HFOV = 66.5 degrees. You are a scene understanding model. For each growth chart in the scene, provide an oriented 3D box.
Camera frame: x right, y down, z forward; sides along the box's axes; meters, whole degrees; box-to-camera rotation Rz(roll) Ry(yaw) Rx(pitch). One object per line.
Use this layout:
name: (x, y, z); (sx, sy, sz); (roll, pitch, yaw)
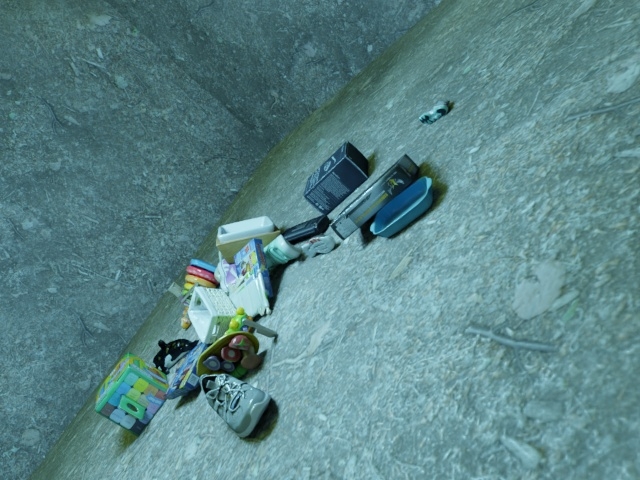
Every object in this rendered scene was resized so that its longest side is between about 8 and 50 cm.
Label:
growth chart: (-0.235, 0.185, 1.529); (0.237, 0.021, 0.172); (-35, 58, 43)

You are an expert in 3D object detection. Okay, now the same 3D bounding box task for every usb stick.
usb stick: (-0.058, -0.033, 1.655); (0.077, 0.045, 0.278); (-50, 16, -27)

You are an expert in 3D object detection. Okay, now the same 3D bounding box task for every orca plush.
orca plush: (-0.594, 0.432, 1.897); (0.287, 0.102, 0.151); (-26, 29, 51)

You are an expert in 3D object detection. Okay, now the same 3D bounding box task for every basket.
basket: (-0.340, 0.235, 1.557); (0.167, 0.103, 0.113); (44, 120, 46)

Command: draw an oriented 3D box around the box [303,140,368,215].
box: (0.053, -0.210, 1.643); (0.207, 0.108, 0.153); (-40, 19, 26)

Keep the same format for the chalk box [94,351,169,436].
chalk box: (-0.651, 0.536, 1.700); (0.179, 0.180, 0.289); (-54, 19, -13)

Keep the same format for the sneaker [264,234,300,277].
sneaker: (-0.153, 0.065, 1.596); (0.151, 0.094, 0.256); (-47, 7, -10)

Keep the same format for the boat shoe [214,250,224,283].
boat shoe: (-0.395, 0.083, 2.155); (0.092, 0.103, 0.285); (-37, 25, 21)

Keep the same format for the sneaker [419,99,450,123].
sneaker: (0.339, -0.382, 1.431); (0.098, 0.038, 0.069); (-12, 38, 48)

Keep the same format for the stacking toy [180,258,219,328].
stacking toy: (-0.553, 0.245, 2.162); (0.175, 0.165, 0.302); (-19, 50, 69)

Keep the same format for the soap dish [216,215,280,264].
soap dish: (-0.272, -0.005, 1.840); (0.228, 0.118, 0.291); (-13, 11, -9)

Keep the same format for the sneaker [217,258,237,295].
sneaker: (-0.307, 0.109, 1.903); (0.161, 0.102, 0.282); (-43, 26, 3)

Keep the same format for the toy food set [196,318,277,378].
toy food set: (-0.215, 0.303, 1.238); (0.218, 0.128, 0.071); (-42, 39, 8)

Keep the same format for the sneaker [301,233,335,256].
sneaker: (0.000, 0.000, 1.426); (0.065, 0.061, 0.158); (-51, 17, -27)

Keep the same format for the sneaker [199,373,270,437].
sneaker: (-0.206, 0.356, 1.089); (0.281, 0.115, 0.105); (-19, 35, 58)

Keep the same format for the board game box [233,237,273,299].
board game box: (-0.219, 0.113, 1.567); (0.136, 0.035, 0.201); (-37, 56, 42)

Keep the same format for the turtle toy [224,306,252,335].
turtle toy: (-0.242, 0.266, 1.443); (0.095, 0.066, 0.130); (-58, 9, 47)

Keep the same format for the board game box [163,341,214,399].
board game box: (-0.413, 0.418, 1.560); (0.194, 0.060, 0.194); (-35, 22, 41)

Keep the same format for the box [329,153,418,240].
box: (0.140, -0.113, 1.246); (0.231, 0.056, 0.183); (-41, 2, 23)

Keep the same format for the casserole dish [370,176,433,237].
casserole dish: (0.195, -0.072, 1.135); (0.188, 0.037, 0.114); (-38, 21, 31)

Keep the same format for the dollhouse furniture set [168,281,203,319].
dollhouse furniture set: (-0.530, 0.240, 2.006); (0.101, 0.182, 0.161); (-46, 17, 11)
